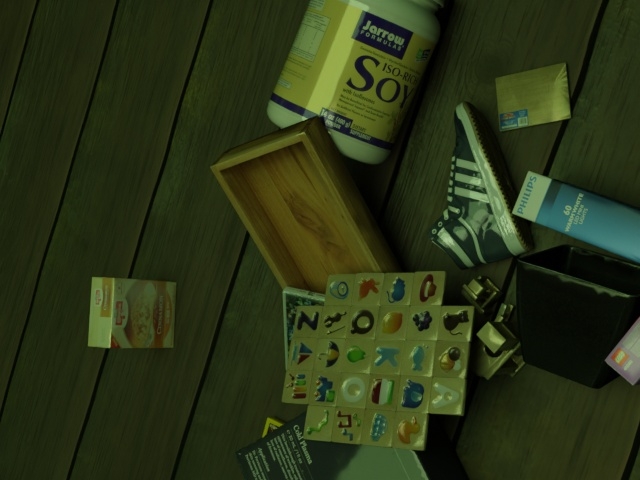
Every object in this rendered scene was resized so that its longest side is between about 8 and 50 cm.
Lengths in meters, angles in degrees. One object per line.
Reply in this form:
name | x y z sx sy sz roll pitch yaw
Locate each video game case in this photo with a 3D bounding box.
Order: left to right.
video game case | 0.017 0.178 1.752 0.173 0.022 0.190 11 126 17

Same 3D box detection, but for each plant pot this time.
plant pot | 0.407 0.120 1.490 0.187 0.188 0.167 18 107 34

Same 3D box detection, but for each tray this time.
tray | 0.000 0.000 1.700 0.203 0.076 0.411 -16 113 32

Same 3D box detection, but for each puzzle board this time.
puzzle board | 0.362 -0.243 1.653 0.128 0.011 0.096 -8 82 34

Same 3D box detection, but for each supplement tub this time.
supplement tub | 0.068 -0.326 1.722 0.241 0.241 0.331 29 102 33

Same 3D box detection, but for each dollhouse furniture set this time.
dollhouse furniture set | 0.252 0.141 1.584 0.161 0.182 0.101 48 111 27

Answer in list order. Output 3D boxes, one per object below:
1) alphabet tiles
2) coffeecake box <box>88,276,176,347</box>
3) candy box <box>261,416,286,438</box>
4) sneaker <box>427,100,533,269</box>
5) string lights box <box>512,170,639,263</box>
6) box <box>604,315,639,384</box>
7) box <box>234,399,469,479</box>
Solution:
alphabet tiles | 0.087 0.189 1.580 0.342 0.011 0.285 -3 70 35
coffeecake box | -0.388 0.151 2.016 0.068 0.185 0.142 0 85 34
candy box | -0.031 0.421 1.842 0.206 0.027 0.105 18 97 34
sneaker | 0.244 -0.088 1.664 0.153 0.099 0.282 -25 75 28
string lights box | 0.445 -0.026 1.499 0.259 0.133 0.077 25 100 34
box | 0.544 0.077 1.382 0.057 0.201 0.293 44 109 29
box | 0.078 0.440 1.653 0.312 0.179 0.343 -33 69 20
